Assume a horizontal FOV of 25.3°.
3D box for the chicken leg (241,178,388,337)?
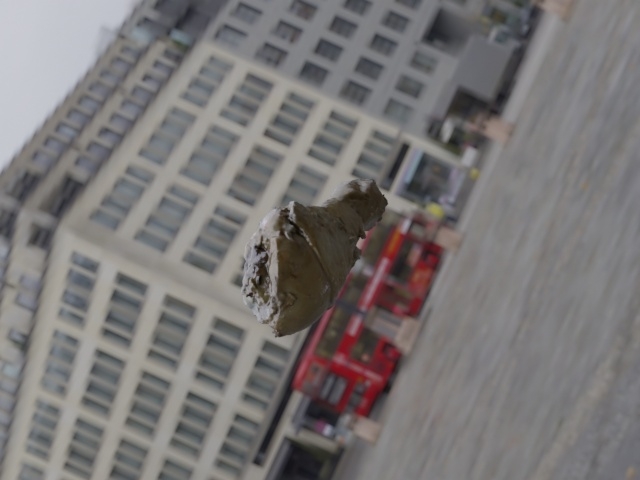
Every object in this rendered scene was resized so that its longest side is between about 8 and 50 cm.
[{"bbox_3d":[0.001,-0.002,1.094,0.069,0.085,0.198,-48,-2,38],"label":"chicken leg"}]
